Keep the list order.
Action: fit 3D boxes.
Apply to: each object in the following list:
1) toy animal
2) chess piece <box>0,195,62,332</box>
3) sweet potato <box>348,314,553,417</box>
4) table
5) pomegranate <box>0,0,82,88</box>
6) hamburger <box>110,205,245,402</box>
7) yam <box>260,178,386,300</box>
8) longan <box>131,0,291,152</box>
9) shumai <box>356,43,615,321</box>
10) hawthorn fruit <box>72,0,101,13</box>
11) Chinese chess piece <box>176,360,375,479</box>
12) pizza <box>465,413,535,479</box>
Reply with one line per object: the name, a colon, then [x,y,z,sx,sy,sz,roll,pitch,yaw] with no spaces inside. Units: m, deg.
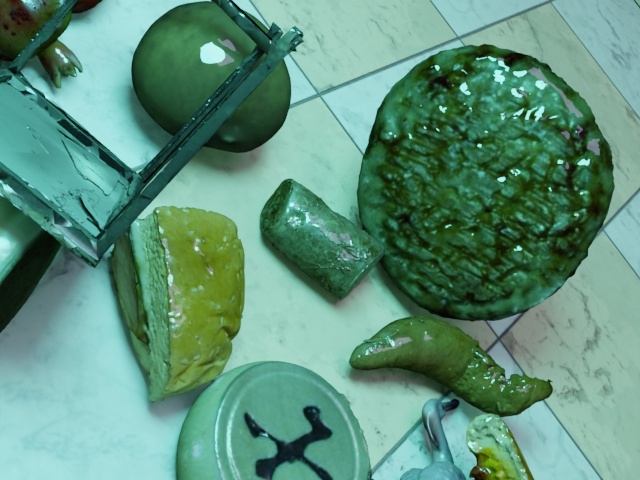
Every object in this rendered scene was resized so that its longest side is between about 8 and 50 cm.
toy animal: [0.147,0.327,1.033,0.195,0.090,0.324,41,33,-45]
chess piece: [-0.414,-0.033,0.767,0.299,0.194,0.195,33,46,-4]
sweet potato: [0.183,0.172,1.152,0.310,0.098,0.124,20,20,-14]
table: [-0.197,-0.182,0.815,0.222,0.272,0.335,41,7,-15]
pomegranate: [-0.368,-0.264,1.001,0.129,0.129,0.159,-34,125,-46]
hamburger: [-0.146,0.068,0.928,0.155,0.135,0.208,4,56,-31]
yam: [0.000,0.000,1.125,0.183,0.107,0.107,38,45,-7]
longan: [-0.142,-0.219,1.090,0.220,0.196,0.197,17,53,-24]
shumai: [0.259,-0.093,1.247,0.395,0.395,0.348,54,23,4]
hawthorn fruit: [-0.341,-0.371,1.083,0.148,0.148,0.172,29,75,-21]
Chinese chess piece: [-0.049,0.248,0.925,0.237,0.092,0.238,21,50,-28]
pizza: [0.258,0.368,1.032,0.229,0.081,0.290,-103,167,-60]
